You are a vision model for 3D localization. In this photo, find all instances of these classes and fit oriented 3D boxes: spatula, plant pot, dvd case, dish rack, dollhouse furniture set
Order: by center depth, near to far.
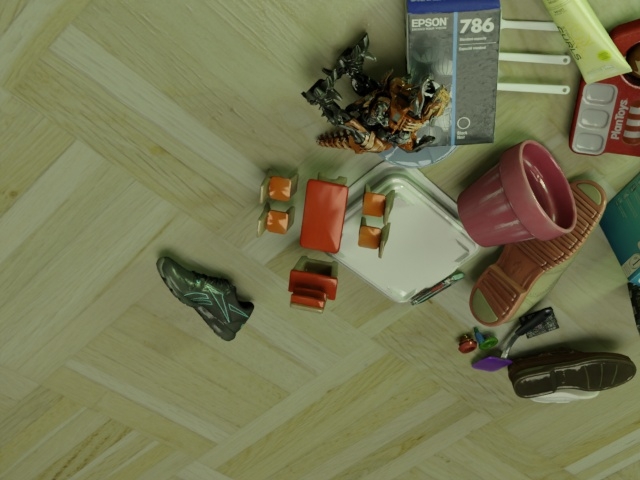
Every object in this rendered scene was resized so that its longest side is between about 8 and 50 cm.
[{"bbox_3d":[0.358,-0.341,1.511,0.242,0.019,0.168,1,118,-6],"label":"spatula"},{"bbox_3d":[0.000,0.000,1.642,0.262,0.135,0.259,10,118,6],"label":"dollhouse furniture set"},{"bbox_3d":[0.385,-0.077,1.654,0.180,0.201,0.201,-27,129,36],"label":"plant pot"},{"bbox_3d":[0.170,0.002,1.772,0.285,0.072,0.333,-39,124,24],"label":"dish rack"},{"bbox_3d":[0.268,0.112,1.874,0.119,0.013,0.087,-36,167,22],"label":"dvd case"},{"bbox_3d":[0.474,0.249,2.011,0.084,0.030,0.296,13,134,-22],"label":"spatula"}]

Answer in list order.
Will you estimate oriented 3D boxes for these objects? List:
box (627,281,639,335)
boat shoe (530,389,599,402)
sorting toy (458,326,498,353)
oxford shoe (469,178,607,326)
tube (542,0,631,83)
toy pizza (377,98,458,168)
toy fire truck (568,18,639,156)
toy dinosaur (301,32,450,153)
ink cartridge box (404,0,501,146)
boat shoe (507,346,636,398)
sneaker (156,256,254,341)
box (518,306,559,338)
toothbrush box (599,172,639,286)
[{"bbox_3d":[0.863,0.103,1.731,0.395,0.318,0.097,-23,98,20],"label":"box"},{"bbox_3d":[0.637,0.400,2.157,0.184,0.066,0.063,-6,145,-2],"label":"boat shoe"},{"bbox_3d":[0.385,0.243,2.020,0.102,0.042,0.061,-12,147,-10],"label":"sorting toy"},{"bbox_3d":[0.489,0.027,1.807,0.147,0.140,0.397,3,133,-50],"label":"oxford shoe"},{"bbox_3d":[0.454,-0.379,1.440,0.062,0.070,0.240,-36,114,8],"label":"tube"},{"bbox_3d":[0.188,-0.231,1.594,0.201,0.032,0.201,-2,125,-3],"label":"toy pizza"},{"bbox_3d":[0.606,-0.280,1.521,0.254,0.169,0.302,8,131,13],"label":"toy fire truck"},{"bbox_3d":[0.085,-0.226,1.477,0.322,0.164,0.218,-33,109,35],"label":"toy dinosaur"},{"bbox_3d":[0.234,-0.327,1.467,0.165,0.065,0.332,-3,123,4],"label":"ink cartridge box"},{"bbox_3d":[0.625,0.312,2.056,0.307,0.104,0.110,-5,122,2],"label":"boat shoe"},{"bbox_3d":[-0.257,0.111,1.829,0.106,0.101,0.267,-42,124,1],"label":"sneaker"},{"bbox_3d":[0.535,0.202,2.005,0.083,0.018,0.067,-22,129,14],"label":"box"},{"bbox_3d":[0.737,-0.061,1.669,0.126,0.216,0.295,22,124,-23],"label":"toothbrush box"}]
